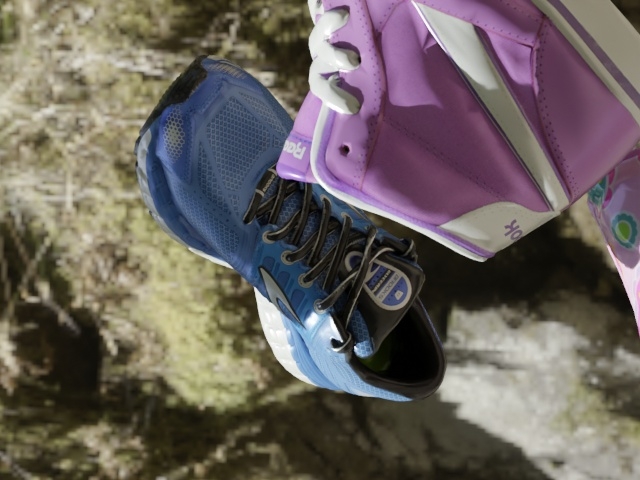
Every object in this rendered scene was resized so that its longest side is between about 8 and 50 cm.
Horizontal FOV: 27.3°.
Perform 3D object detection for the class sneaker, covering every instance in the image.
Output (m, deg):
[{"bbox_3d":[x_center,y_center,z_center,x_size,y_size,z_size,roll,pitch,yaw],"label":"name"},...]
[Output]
[{"bbox_3d":[0.012,-0.113,0.595,0.282,0.161,0.102,49,-173,1],"label":"sneaker"},{"bbox_3d":[0.000,0.000,0.922,0.130,0.147,0.330,-54,-48,-19],"label":"sneaker"}]

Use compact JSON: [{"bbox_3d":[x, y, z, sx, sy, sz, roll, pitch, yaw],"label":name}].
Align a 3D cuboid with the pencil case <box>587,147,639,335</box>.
[{"bbox_3d":[0.280,0.067,0.963,0.124,0.124,0.284,23,-127,-76],"label":"pencil case"}]
